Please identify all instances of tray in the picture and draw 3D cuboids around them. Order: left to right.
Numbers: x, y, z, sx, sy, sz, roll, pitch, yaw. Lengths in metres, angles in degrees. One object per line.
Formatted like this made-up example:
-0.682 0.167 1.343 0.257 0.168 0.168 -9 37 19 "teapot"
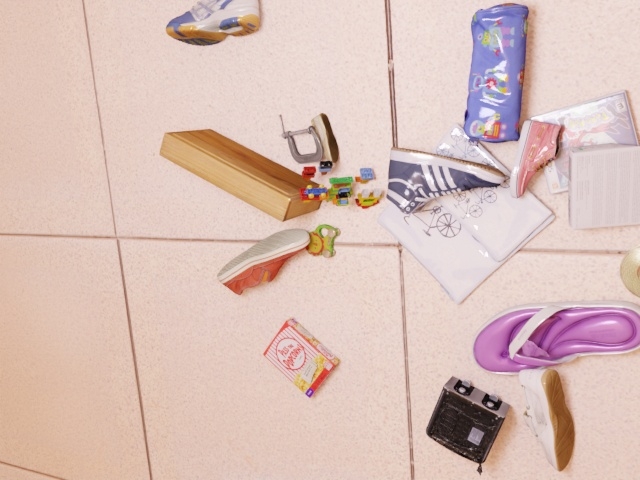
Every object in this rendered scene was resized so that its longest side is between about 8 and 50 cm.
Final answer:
-0.208 -0.188 1.732 0.411 0.203 0.076 29 114 19 "tray"

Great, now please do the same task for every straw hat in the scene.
0.724 0.074 1.387 0.145 0.061 0.144 7 106 26 "straw hat"

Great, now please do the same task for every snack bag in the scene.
0.334 -0.058 1.575 0.323 0.037 0.342 47 119 10 "snack bag"

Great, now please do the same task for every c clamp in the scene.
-0.053 -0.269 1.708 0.161 0.022 0.137 10 117 49 "c clamp"

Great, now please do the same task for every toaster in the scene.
0.374 0.461 1.637 0.168 0.110 0.185 24 112 21 "toaster"

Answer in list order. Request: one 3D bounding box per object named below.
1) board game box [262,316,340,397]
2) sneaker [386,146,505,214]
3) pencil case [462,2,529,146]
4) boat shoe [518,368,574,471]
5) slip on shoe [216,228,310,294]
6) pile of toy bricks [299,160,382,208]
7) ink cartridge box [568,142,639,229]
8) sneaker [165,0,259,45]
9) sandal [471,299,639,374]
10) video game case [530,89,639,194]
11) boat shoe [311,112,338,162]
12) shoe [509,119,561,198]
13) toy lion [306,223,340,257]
-0.057 0.341 1.873 0.193 0.045 0.146 40 117 14 "board game box"
0.282 -0.122 1.505 0.282 0.099 0.153 17 102 30 "sneaker"
0.385 -0.364 1.425 0.133 0.119 0.305 9 106 28 "pencil case"
0.541 0.426 1.554 0.096 0.098 0.276 2 113 47 "boat shoe"
-0.151 0.062 1.827 0.331 0.123 0.101 -29 111 30 "slip on shoe"
0.041 -0.130 1.662 0.105 0.213 0.118 115 148 -61 "pile of toy bricks"
0.651 -0.120 1.374 0.225 0.056 0.180 -6 114 8 "ink cartridge box"
-0.289 -0.616 1.744 0.297 0.112 0.130 -1 85 26 "sneaker"
0.538 0.225 1.497 0.417 0.102 0.169 -21 92 30 "sandal"
0.584 -0.212 1.412 0.201 0.023 0.183 -14 96 30 "video game case"
0.011 -0.265 1.691 0.045 0.050 0.135 -17 84 33 "boat shoe"
0.478 -0.175 1.424 0.081 0.063 0.177 15 101 28 "shoe"
0.000 0.000 1.771 0.096 0.034 0.100 25 112 29 "toy lion"
